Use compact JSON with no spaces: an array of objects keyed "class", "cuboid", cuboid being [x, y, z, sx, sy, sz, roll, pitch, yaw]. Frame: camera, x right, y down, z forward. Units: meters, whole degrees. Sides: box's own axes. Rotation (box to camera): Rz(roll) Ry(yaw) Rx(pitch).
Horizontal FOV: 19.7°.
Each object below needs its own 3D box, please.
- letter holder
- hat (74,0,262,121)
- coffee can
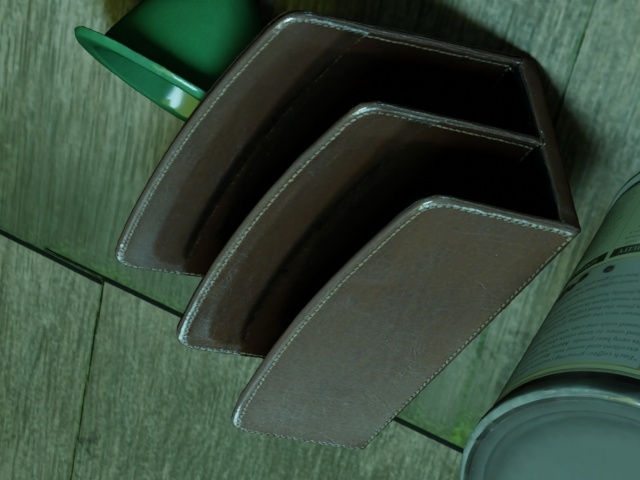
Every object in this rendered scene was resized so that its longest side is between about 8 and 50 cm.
[{"class":"letter holder","cuboid":[0.000,0.000,1.298,0.214,0.152,0.302,11,141,-27]},{"class":"hat","cuboid":[-0.066,-0.185,1.354,0.173,0.183,0.208,28,174,17]},{"class":"coffee can","cuboid":[0.234,0.096,1.210,0.201,0.275,0.201,16,130,20]}]
